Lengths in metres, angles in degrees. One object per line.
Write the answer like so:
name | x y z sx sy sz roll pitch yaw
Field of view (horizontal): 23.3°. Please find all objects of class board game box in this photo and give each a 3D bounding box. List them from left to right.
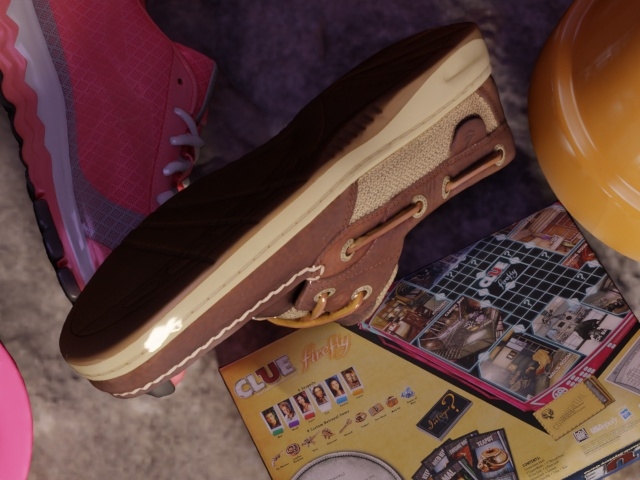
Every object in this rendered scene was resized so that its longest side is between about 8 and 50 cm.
board game box | 0.081 0.098 0.952 0.243 0.042 0.165 -26 63 -5

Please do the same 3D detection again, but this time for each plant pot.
plant pot | 0.247 -0.106 0.922 0.205 0.188 0.205 3 69 -9

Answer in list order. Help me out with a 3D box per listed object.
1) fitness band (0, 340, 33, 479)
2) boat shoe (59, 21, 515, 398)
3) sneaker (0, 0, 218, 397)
fitness band | -0.317 0.115 0.923 0.290 0.054 0.209 13 85 -15
boat shoe | 0.000 0.000 0.921 0.342 0.123 0.123 -42 114 -34
sneaker | -0.119 -0.062 0.966 0.136 0.116 0.314 -18 80 -6
